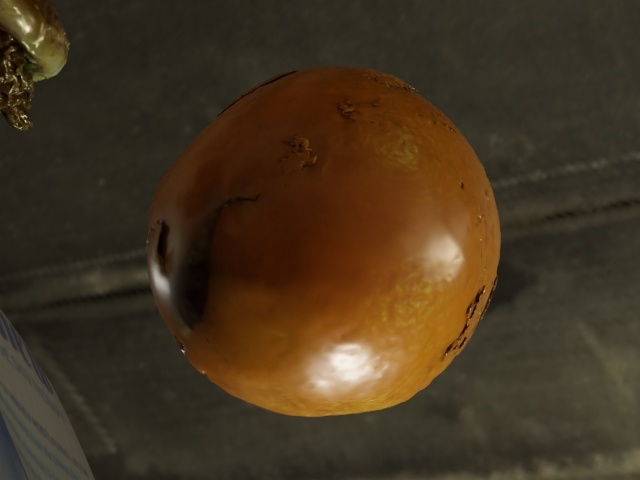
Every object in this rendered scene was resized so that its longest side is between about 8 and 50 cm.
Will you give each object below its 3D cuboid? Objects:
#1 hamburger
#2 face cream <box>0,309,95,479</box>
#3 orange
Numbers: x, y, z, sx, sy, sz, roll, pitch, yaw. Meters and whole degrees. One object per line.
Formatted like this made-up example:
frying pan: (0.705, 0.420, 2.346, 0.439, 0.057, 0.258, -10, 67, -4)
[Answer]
hamburger: (-0.258, -0.143, 1.150, 0.185, 0.131, 0.159, 42, 178, -20)
face cream: (-0.168, 0.159, 1.005, 0.137, 0.420, 0.235, -29, 144, 1)
orange: (0.000, 0.000, 1.204, 0.246, 0.246, 0.246, 13, 135, 14)
